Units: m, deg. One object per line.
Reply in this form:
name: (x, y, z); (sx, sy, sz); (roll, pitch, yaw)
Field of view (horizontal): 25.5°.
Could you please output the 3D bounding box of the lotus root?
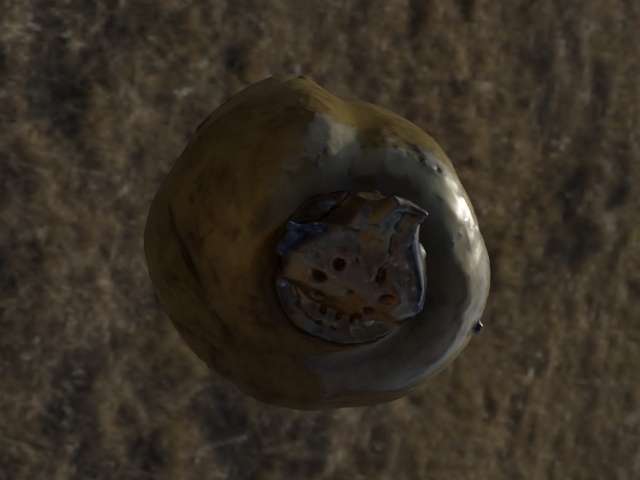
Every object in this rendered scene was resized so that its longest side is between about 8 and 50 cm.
lotus root: (0.000, 0.000, 0.654); (0.140, 0.154, 0.257); (-61, -173, 12)
